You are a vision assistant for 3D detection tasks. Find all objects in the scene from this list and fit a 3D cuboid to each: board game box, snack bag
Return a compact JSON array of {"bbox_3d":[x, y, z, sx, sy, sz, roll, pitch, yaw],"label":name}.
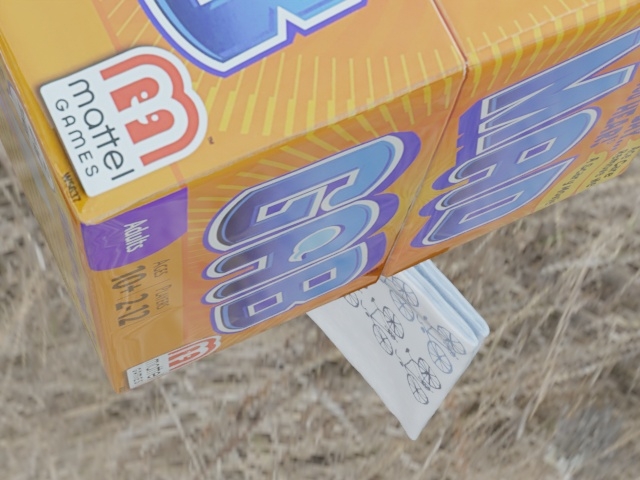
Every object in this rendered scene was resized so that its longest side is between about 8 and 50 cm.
[{"bbox_3d":[-0.025,-0.177,0.929,0.356,0.356,0.356,-23,77,-11],"label":"board game box"},{"bbox_3d":[0.000,0.000,1.451,0.037,0.323,0.342,-37,79,-15],"label":"snack bag"}]
